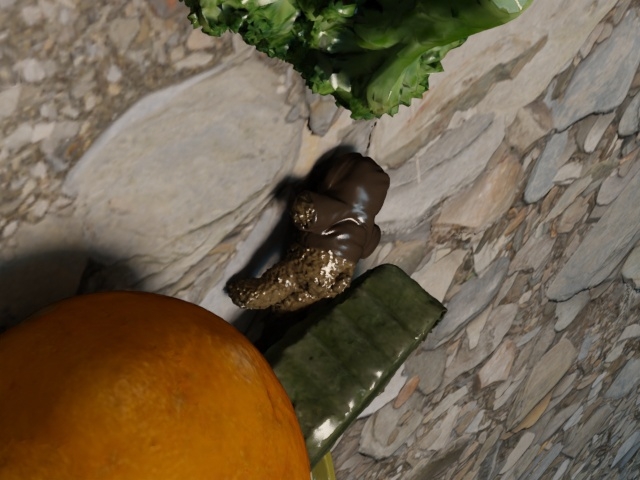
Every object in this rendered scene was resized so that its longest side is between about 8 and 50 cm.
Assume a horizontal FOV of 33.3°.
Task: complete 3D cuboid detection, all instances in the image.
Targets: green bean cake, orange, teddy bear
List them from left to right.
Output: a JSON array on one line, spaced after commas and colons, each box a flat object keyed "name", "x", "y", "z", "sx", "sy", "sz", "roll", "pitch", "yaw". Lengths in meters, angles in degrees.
[{"name": "orange", "x": -0.136, "y": 0.159, "z": 0.696, "sx": 0.261, "sy": 0.261, "sz": 0.261, "roll": -34, "pitch": 147, "yaw": -26}, {"name": "teddy bear", "x": 0.004, "y": 0.007, "z": 0.868, "sx": 0.160, "sy": 0.078, "sz": 0.119, "roll": -55, "pitch": 146, "yaw": 11}, {"name": "green bean cake", "x": 0.015, "y": 0.117, "z": 0.952, "sx": 0.185, "sy": 0.094, "sz": 0.183, "roll": -40, "pitch": 167, "yaw": -21}]

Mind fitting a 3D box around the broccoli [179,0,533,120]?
[{"name": "broccoli", "x": 0.025, "y": -0.196, "z": 0.519, "sx": 0.265, "sy": 0.245, "sz": 0.294, "roll": -18, "pitch": 116, "yaw": -15}]

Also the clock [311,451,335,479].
[{"name": "clock", "x": -0.034, "y": 0.305, "z": 1.094, "sx": 0.237, "sy": 0.057, "sz": 0.237, "roll": -1, "pitch": 90, "yaw": -76}]
